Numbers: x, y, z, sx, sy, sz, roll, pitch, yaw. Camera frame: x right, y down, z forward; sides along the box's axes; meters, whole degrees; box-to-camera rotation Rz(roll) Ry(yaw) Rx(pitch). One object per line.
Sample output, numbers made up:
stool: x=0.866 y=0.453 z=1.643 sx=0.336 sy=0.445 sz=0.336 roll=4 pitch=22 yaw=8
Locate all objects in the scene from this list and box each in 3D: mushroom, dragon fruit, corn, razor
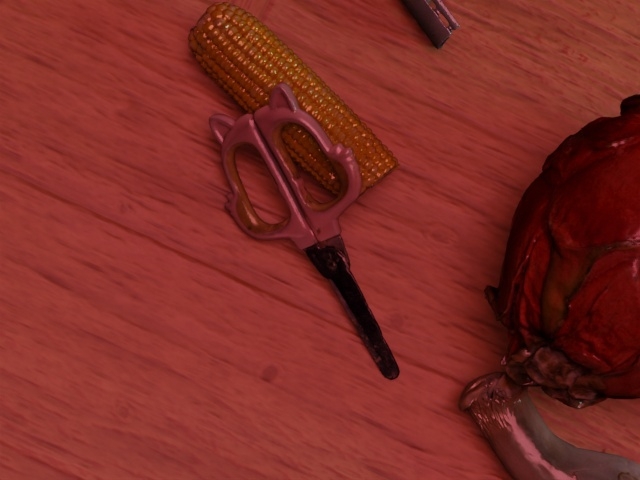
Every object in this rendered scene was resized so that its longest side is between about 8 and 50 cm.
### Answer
mushroom: x=0.230 y=0.216 z=1.896 sx=0.223 sy=0.081 sz=0.092 roll=37 pitch=97 yaw=3
dragon fruit: x=0.316 y=0.007 z=1.841 sx=0.277 sy=0.277 sz=0.342 roll=35 pitch=65 yaw=0
corn: x=-0.030 y=-0.138 z=1.923 sx=0.248 sy=0.081 sz=0.081 roll=45 pitch=79 yaw=2
razor: x=0.180 y=-0.303 z=1.993 sx=0.232 sy=0.068 sz=0.106 roll=-35 pitch=87 yaw=-17

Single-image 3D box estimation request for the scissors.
scissors: x=0.000 y=0.000 z=1.904 sx=0.160 sy=0.024 sz=0.317 roll=-23 pitch=99 yaw=31
